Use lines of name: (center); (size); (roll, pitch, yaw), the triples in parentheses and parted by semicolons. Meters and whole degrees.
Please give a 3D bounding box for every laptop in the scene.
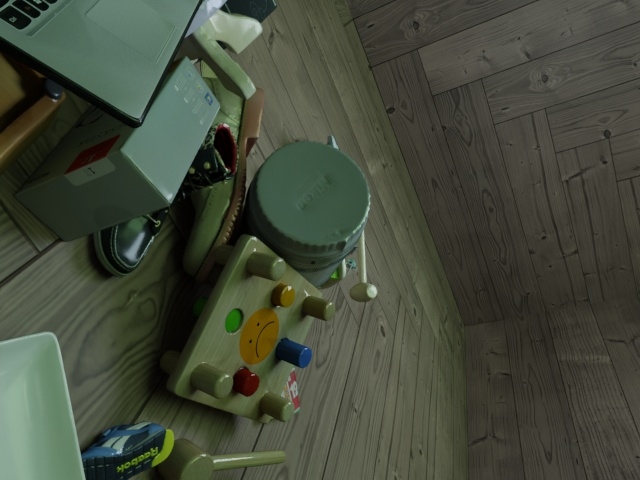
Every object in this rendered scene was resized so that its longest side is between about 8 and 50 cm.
laptop: (-0.256, -0.383, 0.449); (0.407, 0.236, 0.382); (31, 34, -26)

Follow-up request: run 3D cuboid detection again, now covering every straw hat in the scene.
straw hat: (-0.199, -0.362, 1.106); (0.144, 0.061, 0.145); (48, 34, -49)

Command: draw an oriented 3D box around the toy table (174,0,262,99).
toy table: (-0.224, -0.340, 0.841); (0.252, 0.274, 0.161); (50, -6, 35)

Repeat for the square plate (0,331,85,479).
square plate: (-0.339, 0.274, 0.395); (0.347, 0.049, 0.344); (-3, 78, -67)

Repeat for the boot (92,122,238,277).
boot: (-0.218, -0.068, 0.720); (0.085, 0.178, 0.236); (52, 30, -43)

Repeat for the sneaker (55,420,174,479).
sneaker: (-0.254, 0.262, 0.607); (0.144, 0.059, 0.053); (-4, 106, -50)

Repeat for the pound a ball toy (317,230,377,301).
pound a ball toy: (0.000, 0.000, 1.202); (0.208, 0.135, 0.319); (4, 68, -29)

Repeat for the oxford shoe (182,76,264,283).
oxford shoe: (-0.207, -0.117, 0.898); (0.146, 0.140, 0.397); (15, 64, -17)

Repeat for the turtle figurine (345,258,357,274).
turtle figurine: (0.025, -0.009, 1.336); (0.234, 0.118, 0.175); (-93, 171, -62)

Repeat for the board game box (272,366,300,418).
board game box: (-0.098, 0.221, 1.015); (0.124, 0.039, 0.260); (24, 51, -63)

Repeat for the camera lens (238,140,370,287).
camera lens: (-0.040, -0.033, 0.953); (0.274, 0.219, 0.220); (120, -33, -65)

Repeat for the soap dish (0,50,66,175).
soap dish: (-0.396, -0.172, 0.453); (0.291, 0.118, 0.229); (58, 27, -35)

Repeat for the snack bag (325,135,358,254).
snack bag: (0.068, -0.127, 1.457); (0.342, 0.037, 0.323); (77, 0, -85)

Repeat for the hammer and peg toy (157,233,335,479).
hammer and peg toy: (-0.125, 0.203, 0.804); (0.266, 0.127, 0.361); (45, 64, -51)

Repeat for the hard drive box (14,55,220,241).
hard drive box: (-0.257, -0.126, 0.668); (0.089, 0.181, 0.232); (56, 28, -37)

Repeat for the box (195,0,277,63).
box: (-0.216, -0.511, 1.053); (0.165, 0.143, 0.270); (60, 27, -30)
